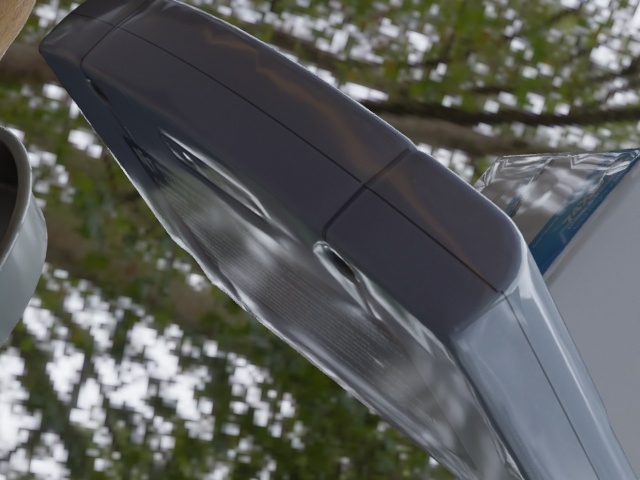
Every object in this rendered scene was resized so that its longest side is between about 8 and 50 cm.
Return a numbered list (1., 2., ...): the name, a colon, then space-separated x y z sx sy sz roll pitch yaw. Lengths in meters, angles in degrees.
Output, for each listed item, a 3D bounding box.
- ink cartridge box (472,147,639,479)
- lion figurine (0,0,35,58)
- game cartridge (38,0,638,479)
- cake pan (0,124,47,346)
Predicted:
1. ink cartridge box: 0.181 0.071 1.171 0.197 0.198 0.270 -50 -167 -8
2. lion figurine: -0.240 -0.128 1.029 0.240 0.142 0.392 135 -23 -88
3. game cartridge: 0.000 0.000 0.699 0.062 0.198 0.297 -40 -136 -15
4. cake pan: -0.307 0.038 1.138 0.293 0.054 0.293 -21 -141 18
